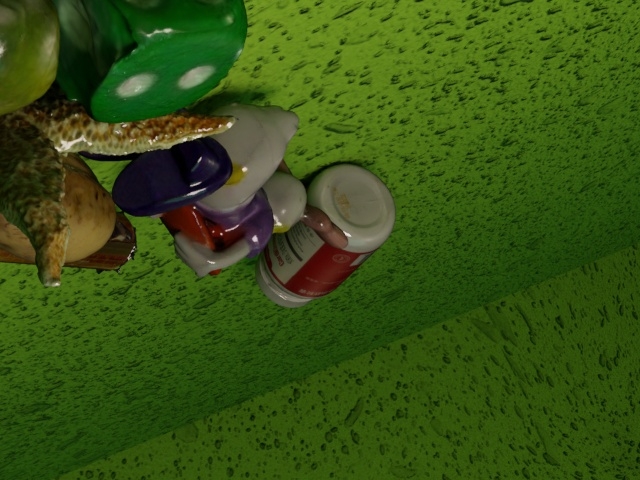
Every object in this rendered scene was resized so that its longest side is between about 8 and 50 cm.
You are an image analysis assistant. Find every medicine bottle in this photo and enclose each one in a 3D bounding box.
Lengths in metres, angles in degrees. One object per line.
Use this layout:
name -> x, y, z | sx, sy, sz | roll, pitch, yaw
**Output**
medicine bottle -> 0.000, 0.000, 1.607 | 0.131, 0.131, 0.250 | -14, 162, -33

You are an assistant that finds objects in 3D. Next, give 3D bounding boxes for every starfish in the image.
starfish -> -0.228, -0.066, 0.873 | 0.347, 0.078, 0.358 | -20, -151, -24

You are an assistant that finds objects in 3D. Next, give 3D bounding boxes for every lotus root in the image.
lotus root -> -0.266, -0.034, 1.102 | 0.118, 0.125, 0.221 | -29, 156, 13

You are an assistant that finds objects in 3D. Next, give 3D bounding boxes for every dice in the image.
dice -> -0.136, -0.171, 0.843 | 0.120, 0.128, 0.131 | -16, 161, -33

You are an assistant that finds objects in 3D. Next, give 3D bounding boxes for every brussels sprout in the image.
brussels sprout -> -0.252, -0.141, 0.791 | 0.155, 0.117, 0.155 | -12, -169, 2

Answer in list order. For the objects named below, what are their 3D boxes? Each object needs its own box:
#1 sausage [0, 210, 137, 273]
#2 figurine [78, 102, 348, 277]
sausage -> -0.334, -0.010, 1.179 | 0.082, 0.082, 0.372 | -31, 162, 22
figurine -> -0.094, -0.064, 1.237 | 0.193, 0.154, 0.421 | -40, 161, 0
